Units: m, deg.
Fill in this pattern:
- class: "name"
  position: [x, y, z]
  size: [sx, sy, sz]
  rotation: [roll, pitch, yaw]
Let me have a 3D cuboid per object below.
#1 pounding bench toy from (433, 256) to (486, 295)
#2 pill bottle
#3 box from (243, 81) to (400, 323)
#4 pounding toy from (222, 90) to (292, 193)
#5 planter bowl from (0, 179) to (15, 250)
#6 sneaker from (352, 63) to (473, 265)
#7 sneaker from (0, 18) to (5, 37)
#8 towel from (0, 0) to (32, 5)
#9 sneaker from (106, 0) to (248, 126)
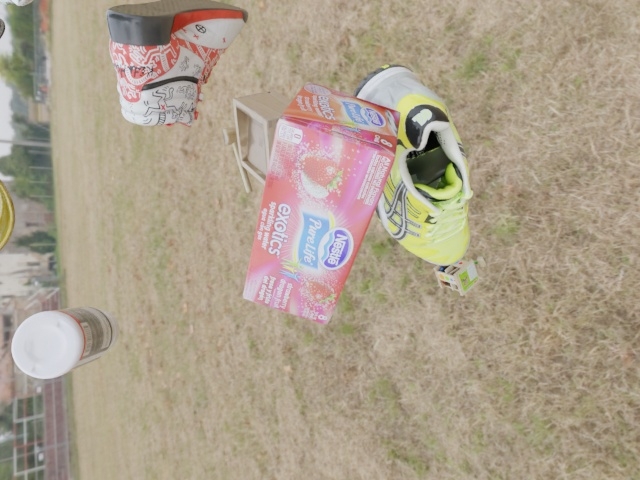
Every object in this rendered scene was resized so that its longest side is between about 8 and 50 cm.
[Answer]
- class: "pounding bench toy"
  position: [0.278, 0.058, 0.840]
  size: [0.065, 0.083, 0.052]
  rotation: [19, 140, 58]
- class: "pill bottle"
  position: [-0.663, 0.261, 1.137]
  size: [0.283, 0.161, 0.162]
  rotation: [137, 128, -82]
- class: "box"
  position: [-0.003, -0.037, 0.516]
  size: [0.128, 0.122, 0.257]
  rotation: [-71, 0, -53]
- class: "pounding toy"
  position: [-0.100, -0.175, 0.779]
  size: [0.206, 0.094, 0.181]
  rotation: [43, 144, 42]
- class: "planter bowl"
  position: [-0.534, -0.065, 0.567]
  size: [0.090, 0.217, 0.217]
  rotation: [57, 136, 48]
- class: "sneaker"
  position: [0.157, -0.066, 0.643]
  size: [0.145, 0.385, 0.147]
  rotation: [-33, 43, 6]
- class: "sneaker"
  position: [-0.631, -0.405, 0.707]
  size: [0.101, 0.152, 0.269]
  rotation: [112, 142, -75]
- class: "towel"
  position: [-0.351, -0.346, 0.354]
  size: [0.324, 0.038, 0.248]
  rotation: [25, 129, 27]
- class: "sneaker"
  position: [-0.189, -0.252, 0.597]
  size: [0.090, 0.270, 0.145]
  rotation: [17, 125, 9]
